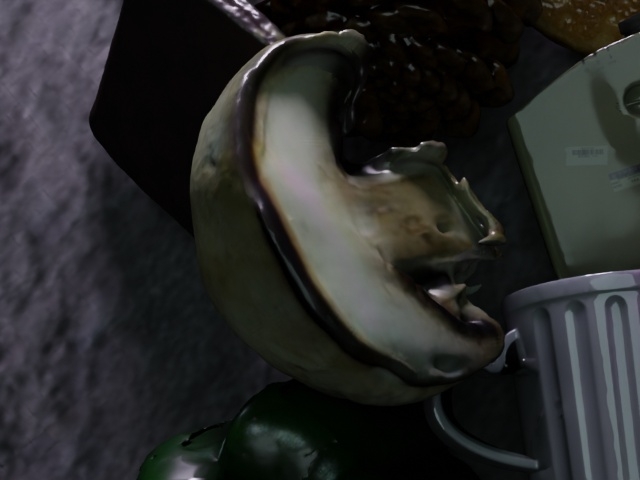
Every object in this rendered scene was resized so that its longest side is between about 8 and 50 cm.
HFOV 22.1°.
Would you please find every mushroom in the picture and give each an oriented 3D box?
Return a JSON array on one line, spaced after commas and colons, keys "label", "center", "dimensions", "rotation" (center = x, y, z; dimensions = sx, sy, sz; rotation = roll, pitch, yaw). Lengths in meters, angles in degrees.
[{"label": "mushroom", "center": [-0.004, 0.006, 1.154], "dimensions": [0.189, 0.164, 0.267], "rotation": [-34, 87, -39]}]

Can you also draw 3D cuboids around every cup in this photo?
[{"label": "cup", "center": [0.200, 0.135, 1.203], "dimensions": [0.221, 0.167, 0.202], "rotation": [-9, 77, 18]}]

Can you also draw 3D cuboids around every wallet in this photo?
[{"label": "wallet", "center": [-0.105, -0.119, 1.311], "dimensions": [0.049, 0.229, 0.182], "rotation": [-30, 66, -38]}]

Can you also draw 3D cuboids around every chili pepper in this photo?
[{"label": "chili pepper", "center": [-0.004, 0.211, 1.179], "dimensions": [0.248, 0.257, 0.233], "rotation": [35, 94, 17]}]

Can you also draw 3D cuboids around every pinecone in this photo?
[{"label": "pinecone", "center": [0.057, -0.211, 1.301], "dimensions": [0.244, 0.244, 0.309], "rotation": [16, 64, 16]}]

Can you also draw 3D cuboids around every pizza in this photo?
[{"label": "pizza", "center": [0.290, -0.202, 1.318], "dimensions": [0.246, 0.058, 0.127], "rotation": [-23, 98, 14]}]

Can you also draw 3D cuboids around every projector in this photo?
[{"label": "projector", "center": [0.285, -0.085, 1.258], "dimensions": [0.270, 0.088, 0.193], "rotation": [-18, 89, 7]}]
